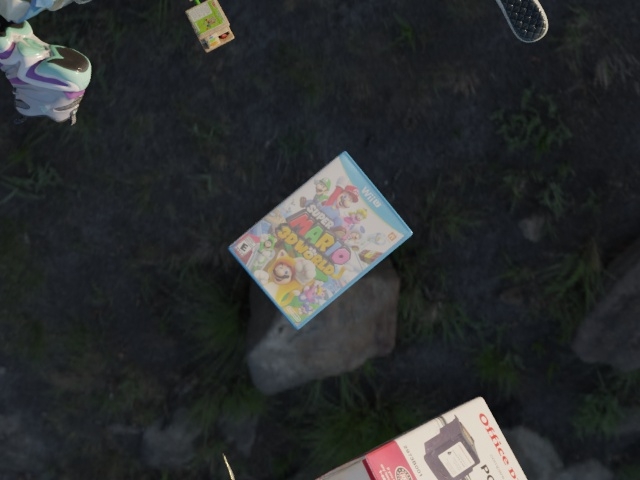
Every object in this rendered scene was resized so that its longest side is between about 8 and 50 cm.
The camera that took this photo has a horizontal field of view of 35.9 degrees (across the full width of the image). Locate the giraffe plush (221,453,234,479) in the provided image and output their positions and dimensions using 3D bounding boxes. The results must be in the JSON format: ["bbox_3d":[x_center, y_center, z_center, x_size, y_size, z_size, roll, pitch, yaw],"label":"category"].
[{"bbox_3d":[-0.130,0.321,0.884,0.171,0.210,0.181,-21,161,-5],"label":"giraffe plush"}]

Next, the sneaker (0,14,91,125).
[{"bbox_3d":[-0.207,-0.112,0.677,0.098,0.038,0.069,33,128,11],"label":"sneaker"}]

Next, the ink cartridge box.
[{"bbox_3d":[0.125,0.290,1.080,0.100,0.237,0.172,-36,75,37],"label":"ink cartridge box"}]

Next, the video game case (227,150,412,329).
[{"bbox_3d":[0.000,0.000,1.078,0.166,0.015,0.119,-40,94,-1],"label":"video game case"}]

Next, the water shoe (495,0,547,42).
[{"bbox_3d":[0.295,-0.408,1.563,0.073,0.080,0.203,-22,102,13],"label":"water shoe"}]

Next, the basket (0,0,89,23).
[{"bbox_3d":[-0.109,-0.274,0.606,0.201,0.289,0.255,45,146,-8],"label":"basket"}]

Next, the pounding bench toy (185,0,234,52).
[{"bbox_3d":[-0.180,-0.351,1.556,0.052,0.065,0.083,-28,79,-2],"label":"pounding bench toy"}]
